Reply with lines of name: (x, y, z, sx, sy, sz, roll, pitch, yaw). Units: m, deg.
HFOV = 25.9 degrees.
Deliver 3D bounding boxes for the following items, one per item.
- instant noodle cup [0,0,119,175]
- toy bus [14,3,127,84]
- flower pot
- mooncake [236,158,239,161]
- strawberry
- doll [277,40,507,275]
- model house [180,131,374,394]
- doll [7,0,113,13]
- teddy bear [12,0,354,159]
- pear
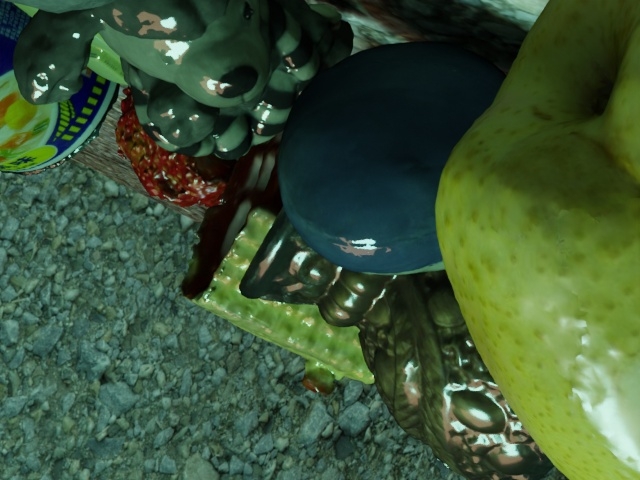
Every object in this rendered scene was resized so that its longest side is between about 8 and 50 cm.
instant noodle cup: (-0.316, -0.172, 1.071, 0.284, 0.284, 0.312, 21, -179, 29)
toy bus: (-0.159, -0.183, 1.020, 0.088, 0.101, 0.175, 19, 172, 26)
flower pot: (0.095, 0.021, 1.073, 0.267, 0.266, 0.266, 31, 174, -1)
mooncake: (-0.050, -0.104, 1.394, 0.125, 0.073, 0.130, 29, 170, -26)
strawberry: (-0.135, -0.080, 1.490, 0.174, 0.098, 0.228, 25, -161, -35)
doll: (0.099, -0.038, 0.874, 0.258, 0.228, 0.154, 4, 125, 21)
model house: (0.000, 0.000, 1.255, 0.196, 0.254, 0.160, 26, 170, -21)
doll: (-0.045, -0.186, 0.543, 0.246, 0.158, 0.340, -11, -176, -42)
teddy bear: (-0.092, -0.124, 0.880, 0.144, 0.171, 0.251, 55, -167, 17)
pear: (0.178, -0.002, 0.577, 0.271, 0.271, 0.271, 24, 174, 3)
